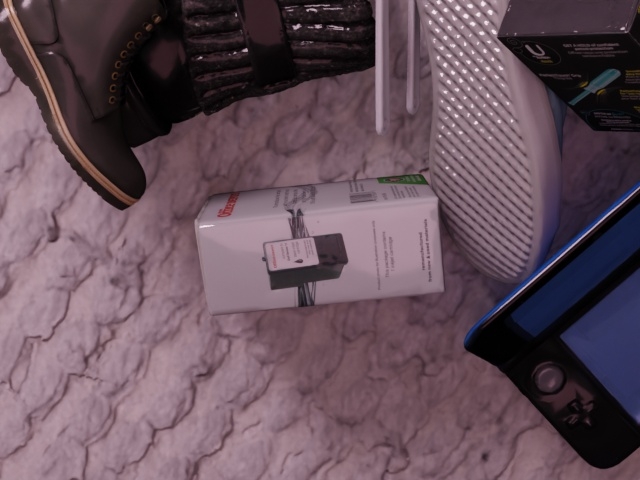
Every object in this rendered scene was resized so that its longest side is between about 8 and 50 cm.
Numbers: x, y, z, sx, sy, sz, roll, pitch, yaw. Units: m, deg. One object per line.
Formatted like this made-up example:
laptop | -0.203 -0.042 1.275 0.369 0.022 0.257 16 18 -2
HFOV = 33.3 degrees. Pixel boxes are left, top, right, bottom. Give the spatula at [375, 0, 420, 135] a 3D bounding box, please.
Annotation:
spatula | 0.087 -0.221 0.935 0.019 0.168 0.242 6 107 30

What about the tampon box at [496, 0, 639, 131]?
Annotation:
tampon box | 0.242 -0.165 0.842 0.161 0.120 0.102 31 75 -41

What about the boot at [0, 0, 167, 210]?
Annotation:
boot | -0.163 -0.135 0.874 0.137 0.077 0.198 -28 111 8

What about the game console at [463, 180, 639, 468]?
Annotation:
game console | 0.303 0.064 0.971 0.293 0.173 0.250 -42 98 8

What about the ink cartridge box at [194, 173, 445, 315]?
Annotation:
ink cartridge box | 0.000 0.000 0.968 0.208 0.153 0.087 -5 102 2

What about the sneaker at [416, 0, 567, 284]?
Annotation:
sneaker | 0.184 -0.138 0.956 0.150 0.135 0.366 -30 126 -33

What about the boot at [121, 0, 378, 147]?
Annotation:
boot | -0.112 -0.271 0.921 0.260 0.131 0.348 -21 111 11
